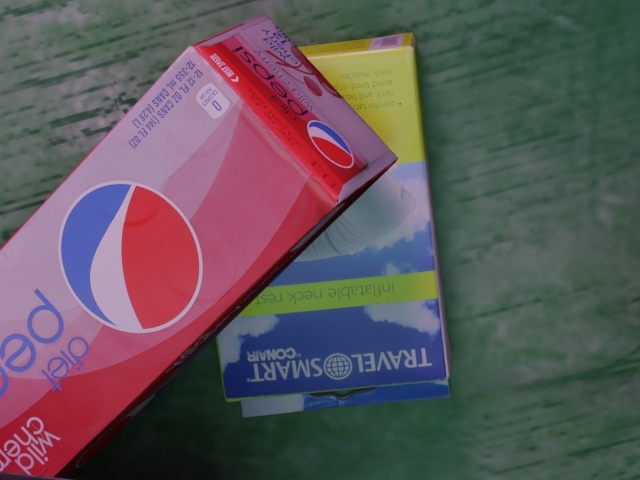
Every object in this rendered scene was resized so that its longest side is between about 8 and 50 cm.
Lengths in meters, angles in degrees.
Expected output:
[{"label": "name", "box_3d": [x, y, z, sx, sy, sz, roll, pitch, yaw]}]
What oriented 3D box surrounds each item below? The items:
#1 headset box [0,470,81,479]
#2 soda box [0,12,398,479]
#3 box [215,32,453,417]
[{"label": "headset box", "box_3d": [-0.135, 0.208, 0.808, 0.218, 0.110, 0.293, 6, 149, 3]}, {"label": "soda box", "box_3d": [-0.093, 0.024, 0.796, 0.092, 0.083, 0.263, 47, 115, 2]}, {"label": "box", "box_3d": [0.000, 0.000, 0.836, 0.109, 0.042, 0.178, -6, 105, 6]}]
